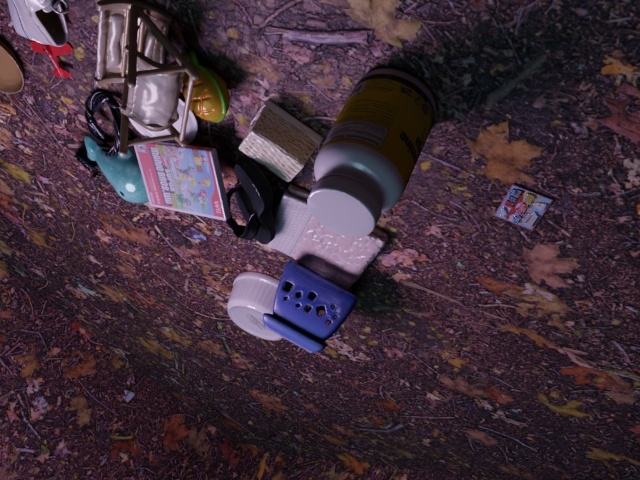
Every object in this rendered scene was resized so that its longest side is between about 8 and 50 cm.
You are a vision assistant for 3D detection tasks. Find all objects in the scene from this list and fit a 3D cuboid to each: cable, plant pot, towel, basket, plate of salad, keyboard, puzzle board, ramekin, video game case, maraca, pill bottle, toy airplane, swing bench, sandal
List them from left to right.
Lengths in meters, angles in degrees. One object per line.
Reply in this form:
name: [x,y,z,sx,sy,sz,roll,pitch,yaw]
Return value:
plant pot: [-0.930,-0.513,2.013,0.236,0.032,0.236,19,149,12]
toy airplane: [-0.704,-0.484,1.893,0.151,0.028,0.151,20,149,13]
keyboard: [-0.721,-0.221,2.212,0.100,0.038,0.192,41,172,-19]
cable: [-0.595,-0.316,1.979,0.151,0.047,0.184,30,128,17]
swing bench: [-0.409,-0.377,1.655,0.254,0.165,0.253,65,152,23]
plate of salad: [-0.416,-0.329,1.893,0.200,0.048,0.199,10,141,9]
video game case: [-0.377,-0.167,1.943,0.285,0.025,0.204,11,125,31]
maraca: [-0.282,-0.364,1.700,0.185,0.099,0.127,56,142,2]
sandal: [-0.206,-0.090,1.939,0.167,0.107,0.445,54,167,13]
ramekin: [-0.198,0.236,2.486,0.273,0.127,0.273,18,148,12]
basket: [-0.100,-0.236,1.742,0.167,0.103,0.113,33,149,-11]
plant pot: [-0.038,0.211,2.171,0.236,0.212,0.236,29,175,6]
towel: [0.000,0.000,2.067,0.317,0.053,0.332,28,150,-3]
pill bottle: [0.102,-0.176,1.460,0.188,0.334,0.188,19,148,12]
puzzle board: [0.466,-0.074,1.654,0.096,0.011,0.128,23,149,6]

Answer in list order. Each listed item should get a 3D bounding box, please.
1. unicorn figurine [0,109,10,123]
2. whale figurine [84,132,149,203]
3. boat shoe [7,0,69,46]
unicorn figurine: [-1.001,-0.402,2.177,0.111,0.060,0.162,31,157,-17]
whale figurine: [-0.586,-0.208,2.105,0.272,0.141,0.216,28,149,3]
boat shoe: [-0.634,-0.566,1.620,0.157,0.135,0.367,24,152,4]
